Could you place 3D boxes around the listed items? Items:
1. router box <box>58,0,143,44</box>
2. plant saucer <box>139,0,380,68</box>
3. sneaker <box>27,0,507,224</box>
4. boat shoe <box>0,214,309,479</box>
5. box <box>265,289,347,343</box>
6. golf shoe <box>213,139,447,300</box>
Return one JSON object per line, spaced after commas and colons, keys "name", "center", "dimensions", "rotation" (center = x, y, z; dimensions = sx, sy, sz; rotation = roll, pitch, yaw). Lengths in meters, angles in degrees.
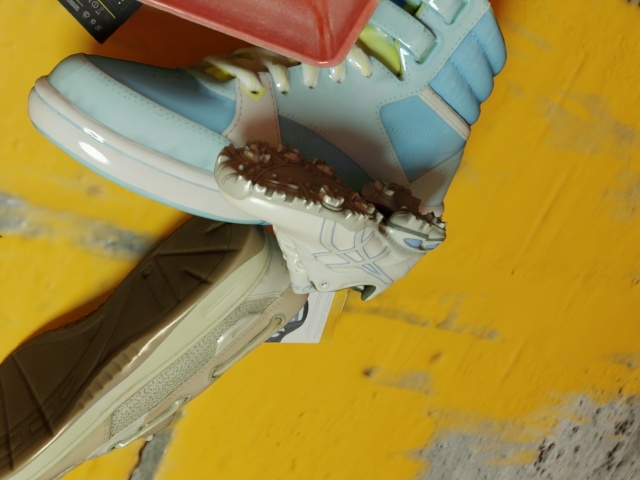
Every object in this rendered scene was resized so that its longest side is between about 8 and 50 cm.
{"name": "router box", "center": [-0.136, -0.188, 0.452], "dimensions": [0.092, 0.038, 0.122], "rotation": [-43, 129, -1]}
{"name": "plant saucer", "center": [-0.058, -0.213, 0.332], "dimensions": [0.259, 0.048, 0.258], "rotation": [17, 143, -17]}
{"name": "sneaker", "center": [-0.009, -0.117, 0.514], "dimensions": [0.319, 0.127, 0.208], "rotation": [8, 114, -43]}
{"name": "boat shoe", "center": [-0.139, 0.102, 0.564], "dimensions": [0.302, 0.109, 0.098], "rotation": [-40, 130, 3]}
{"name": "box", "center": [-0.043, 0.042, 0.645], "dimensions": [0.136, 0.028, 0.081], "rotation": [6, 113, -30]}
{"name": "golf shoe", "center": [0.000, 0.000, 0.473], "dimensions": [0.176, 0.069, 0.086], "rotation": [17, 115, -44]}
